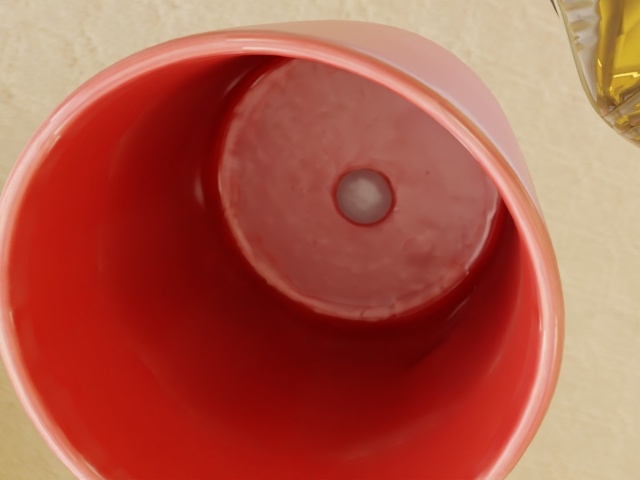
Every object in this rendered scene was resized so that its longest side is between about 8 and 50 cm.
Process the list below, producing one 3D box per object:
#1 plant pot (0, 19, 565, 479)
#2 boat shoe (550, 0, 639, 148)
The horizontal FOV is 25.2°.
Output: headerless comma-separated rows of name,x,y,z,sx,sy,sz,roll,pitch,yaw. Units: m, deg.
plant pot,0.000,0.000,0.767,0.275,0.243,0.275,4,109,13
boat shoe,0.113,-0.141,0.510,0.342,0.123,0.123,32,42,-42
